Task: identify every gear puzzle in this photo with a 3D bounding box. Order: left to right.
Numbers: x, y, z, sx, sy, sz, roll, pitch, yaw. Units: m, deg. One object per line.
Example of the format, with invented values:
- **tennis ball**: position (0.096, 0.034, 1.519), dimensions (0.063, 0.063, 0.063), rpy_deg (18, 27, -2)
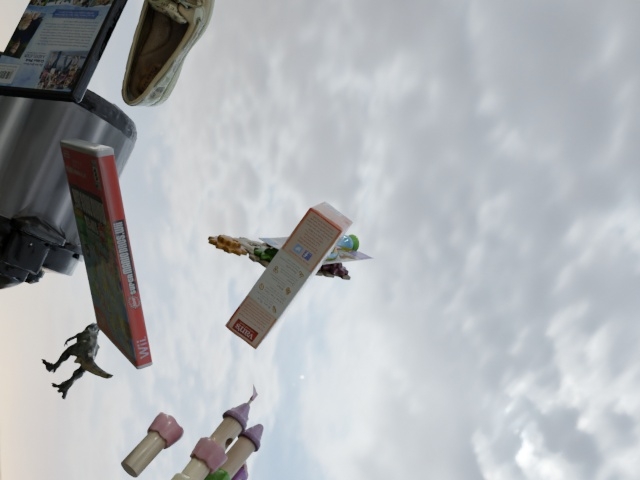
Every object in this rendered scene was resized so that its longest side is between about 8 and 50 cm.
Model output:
- **gear puzzle**: position (-0.097, 0.018, 1.556), dimensions (0.175, 0.338, 0.044), rpy_deg (34, -72, 49)

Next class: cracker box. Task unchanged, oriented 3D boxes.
- **cracker box**: position (-0.047, 0.050, 1.151), dimensions (0.232, 0.067, 0.156), rpy_deg (-54, 177, 10)

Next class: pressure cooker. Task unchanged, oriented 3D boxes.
- **pressure cooker**: position (-0.588, -0.108, 1.381), dimensions (0.370, 0.375, 0.421), rpy_deg (123, -11, -83)

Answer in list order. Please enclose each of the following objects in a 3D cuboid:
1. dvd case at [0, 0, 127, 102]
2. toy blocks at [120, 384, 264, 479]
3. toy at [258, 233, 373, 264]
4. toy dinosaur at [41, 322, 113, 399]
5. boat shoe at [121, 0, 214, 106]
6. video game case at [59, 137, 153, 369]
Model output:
- **dvd case**: position (-0.379, -0.322, 1.068), dimensions (0.180, 0.022, 0.253), rpy_deg (10, -109, 25)
- **toy blocks**: position (-0.173, 0.472, 1.409), dimensions (0.308, 0.260, 0.289), rpy_deg (18, -47, 27)
- **toy**: position (0.000, 0.000, 1.532), dimensions (0.136, 0.237, 0.056), rpy_deg (28, -74, 37)
- **toy dinosaur**: position (-0.466, 0.231, 1.375), dimensions (0.064, 0.118, 0.268), rpy_deg (55, -9, -25)
- **boat shoe**: position (-0.258, -0.357, 1.215), dimensions (0.089, 0.104, 0.285), rpy_deg (-65, 178, -74)
- **video game case**: position (-0.291, 0.010, 0.966), dimensions (0.204, 0.025, 0.285), rpy_deg (19, -61, 57)
